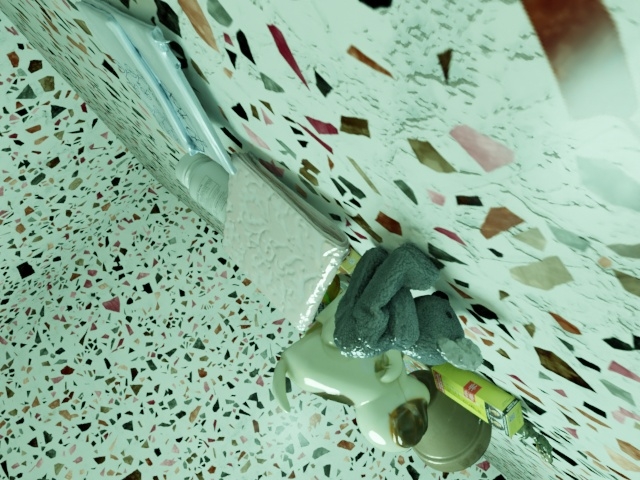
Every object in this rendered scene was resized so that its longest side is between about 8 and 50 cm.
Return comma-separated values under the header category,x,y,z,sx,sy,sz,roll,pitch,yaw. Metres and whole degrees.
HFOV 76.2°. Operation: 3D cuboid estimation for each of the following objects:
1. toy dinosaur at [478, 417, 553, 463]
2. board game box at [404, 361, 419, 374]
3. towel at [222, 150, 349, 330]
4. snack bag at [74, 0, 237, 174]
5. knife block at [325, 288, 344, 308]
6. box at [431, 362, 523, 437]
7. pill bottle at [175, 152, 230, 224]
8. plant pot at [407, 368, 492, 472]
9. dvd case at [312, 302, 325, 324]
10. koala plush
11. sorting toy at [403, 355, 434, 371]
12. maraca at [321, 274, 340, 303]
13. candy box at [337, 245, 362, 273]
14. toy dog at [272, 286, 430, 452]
category,x,y,z,sx,sy,sz,roll,pitch,yaw
toy dinosaur,0.498,0.486,1.109,0.268,0.064,0.118,37,150,27
board game box,0.342,0.535,1.774,0.160,0.047,0.210,43,168,-7
towel,-0.098,0.010,0.908,0.317,0.053,0.331,44,142,19
snack bag,-0.314,-0.290,0.801,0.343,0.037,0.323,37,161,33
knife block,0.039,0.239,1.563,0.242,0.088,0.275,29,163,42
box,0.396,0.394,1.048,0.232,0.058,0.087,24,139,55
pill bottle,-0.274,-0.139,1.096,0.229,0.131,0.131,38,167,16
plant pot,0.344,0.518,1.233,0.229,0.263,0.263,50,165,-26
dvd case,-0.008,0.236,1.433,0.030,0.238,0.179,-1,166,-8
koala plush,0.155,0.144,0.708,0.221,0.203,0.196,31,170,-12
sorting toy,0.298,0.360,1.346,0.193,0.038,0.208,45,163,-18
maraca,0.009,0.128,1.252,0.185,0.099,0.127,-105,1,-84
candy box,0.000,0.000,0.941,0.187,0.053,0.109,41,167,-6
toy dog,0.118,0.367,1.091,0.408,0.395,0.284,43,140,9
